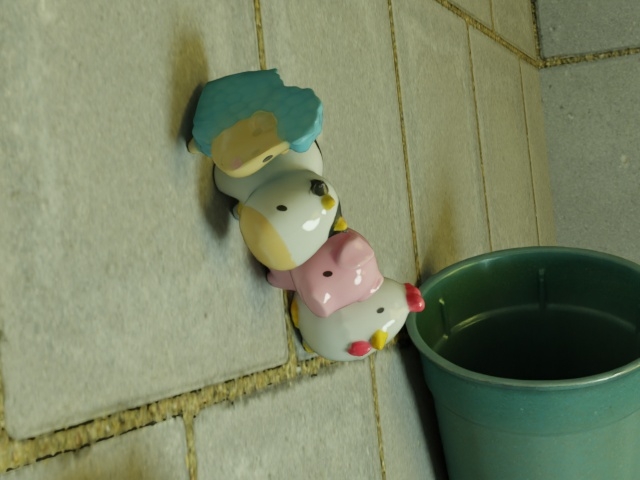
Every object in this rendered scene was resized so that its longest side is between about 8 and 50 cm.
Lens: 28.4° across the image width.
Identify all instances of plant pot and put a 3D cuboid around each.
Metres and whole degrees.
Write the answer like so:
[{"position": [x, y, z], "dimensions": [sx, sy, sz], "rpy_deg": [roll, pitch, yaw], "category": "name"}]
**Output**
[{"position": [0.294, 0.233, 1.659], "dimensions": [0.341, 0.341, 0.334], "rpy_deg": [-61, 148, -59], "category": "plant pot"}]

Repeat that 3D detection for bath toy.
[{"position": [0.000, 0.000, 1.149], "dimensions": [0.348, 0.129, 0.151], "rpy_deg": [62, 28, -48], "category": "bath toy"}]
